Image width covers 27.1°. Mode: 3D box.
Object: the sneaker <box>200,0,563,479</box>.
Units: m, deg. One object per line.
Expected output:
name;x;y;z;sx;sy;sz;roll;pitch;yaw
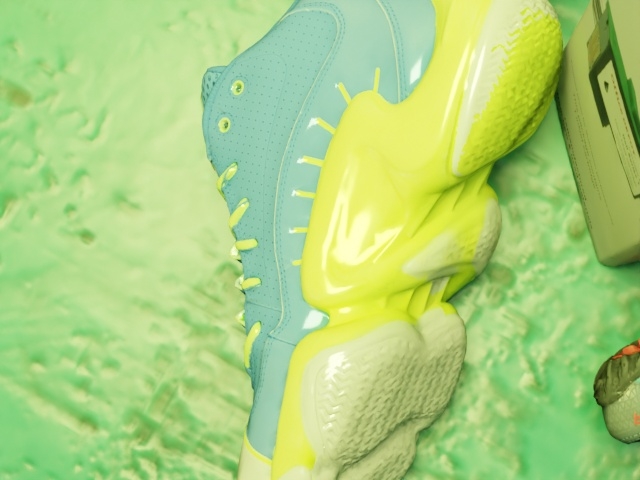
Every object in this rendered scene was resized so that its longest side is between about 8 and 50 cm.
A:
sneaker;0.000;0.000;0.522;0.126;0.091;0.240;25;91;30

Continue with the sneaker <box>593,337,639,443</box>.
sneaker;0.230;0.087;0.480;0.261;0.104;0.125;4;86;4

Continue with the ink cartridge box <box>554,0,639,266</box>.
ink cartridge box;0.174;-0.058;0.438;0.160;0.219;0.093;-14;84;1
